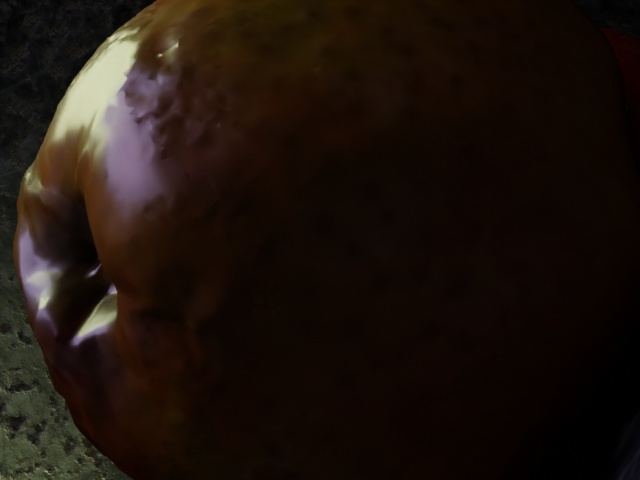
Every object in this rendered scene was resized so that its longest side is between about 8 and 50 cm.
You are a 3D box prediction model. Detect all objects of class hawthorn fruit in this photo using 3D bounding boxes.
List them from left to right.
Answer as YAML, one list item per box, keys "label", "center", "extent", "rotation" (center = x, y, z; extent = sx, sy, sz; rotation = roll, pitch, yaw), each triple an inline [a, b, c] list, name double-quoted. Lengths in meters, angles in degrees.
- label: "hawthorn fruit"
  center: [0.000, 0.000, 1.179]
  extent: [0.472, 0.472, 0.472]
  rotation: [-60, -4, -6]

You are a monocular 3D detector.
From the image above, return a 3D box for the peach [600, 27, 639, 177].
- label: "peach"
  center: [0.231, -0.097, 1.420]
  extent: [0.190, 0.196, 0.226]
  rotation: [-62, -2, 8]
